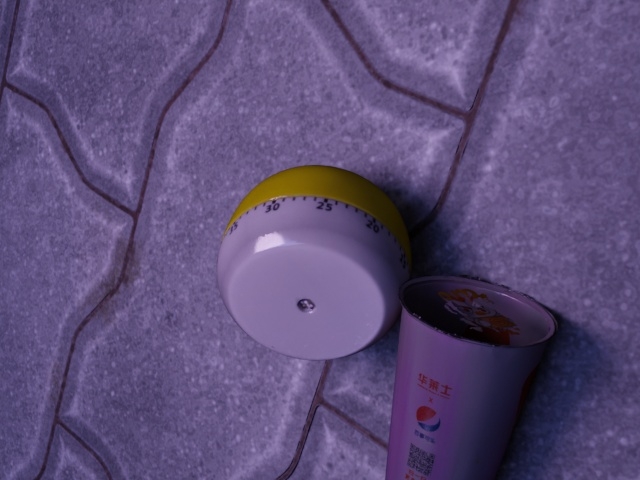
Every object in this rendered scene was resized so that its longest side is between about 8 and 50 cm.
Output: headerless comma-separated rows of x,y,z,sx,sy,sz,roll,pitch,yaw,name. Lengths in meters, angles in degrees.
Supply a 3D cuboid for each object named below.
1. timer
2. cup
0.000,0.000,1.262,0.285,0.285,0.285,4,96,39,timer
0.170,0.211,1.162,0.203,0.203,0.288,24,114,36,cup
